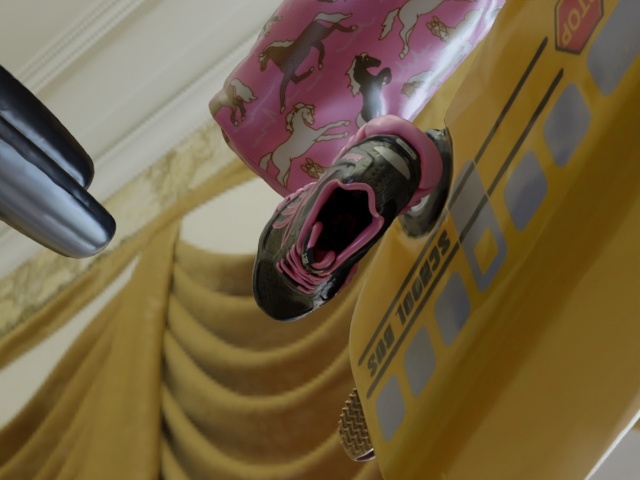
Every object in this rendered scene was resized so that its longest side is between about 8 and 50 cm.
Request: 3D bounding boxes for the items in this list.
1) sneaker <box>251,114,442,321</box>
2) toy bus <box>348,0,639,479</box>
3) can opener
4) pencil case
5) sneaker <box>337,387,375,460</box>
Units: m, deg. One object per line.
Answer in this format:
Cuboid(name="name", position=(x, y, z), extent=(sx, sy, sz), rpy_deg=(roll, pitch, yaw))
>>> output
Cuboid(name="sneaker", position=(0.000, 0.000, 0.528), extent=(0.047, 0.057, 0.119), rpy_deg=(38, -49, -1))
Cuboid(name="toy bus", position=(0.121, -0.037, 0.530), extent=(0.108, 0.130, 0.333), rpy_deg=(10, -50, -21))
Cuboid(name="can opener", position=(-0.106, -0.044, 0.361), extent=(0.073, 0.059, 0.186), rpy_deg=(-19, -35, 8))
Cuboid(name="pencil case", position=(0.073, -0.203, 1.136), extent=(0.386, 0.160, 0.167), rpy_deg=(-50, -14, 7))
Cuboid(name="sneaker", position=(0.093, 0.141, 1.254), extent=(0.084, 0.069, 0.185), rpy_deg=(25, -79, -47))
